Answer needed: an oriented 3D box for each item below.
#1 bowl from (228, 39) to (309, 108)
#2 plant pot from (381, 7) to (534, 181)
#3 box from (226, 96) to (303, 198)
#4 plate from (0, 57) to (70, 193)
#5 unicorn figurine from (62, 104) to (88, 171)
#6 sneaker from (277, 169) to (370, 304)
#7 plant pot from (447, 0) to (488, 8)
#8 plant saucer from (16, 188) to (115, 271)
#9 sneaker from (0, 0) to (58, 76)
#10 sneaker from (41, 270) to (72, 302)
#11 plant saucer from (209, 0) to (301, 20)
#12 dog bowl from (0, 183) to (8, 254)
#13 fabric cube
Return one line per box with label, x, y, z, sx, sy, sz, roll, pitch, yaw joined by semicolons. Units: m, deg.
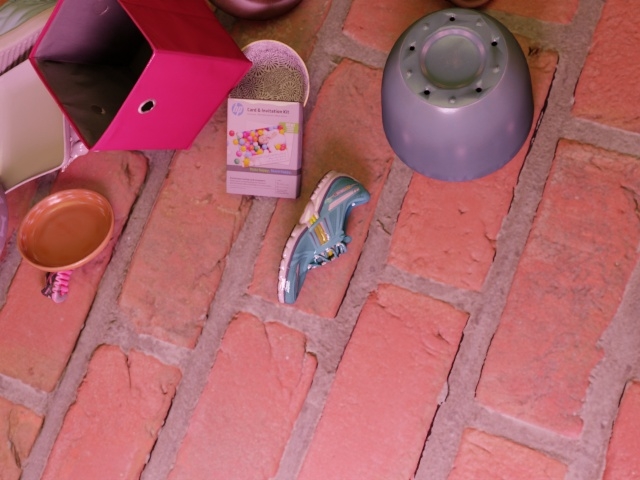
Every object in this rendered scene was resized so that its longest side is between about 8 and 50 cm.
bowl;-0.093;-0.310;1.563;0.170;0.080;0.170;3;102;15
plant pot;0.241;-0.279;1.420;0.293;0.235;0.293;-3;77;12
box;-0.109;-0.180;1.533;0.145;0.038;0.186;6;102;12
plate;-0.597;-0.244;1.635;0.278;0.045;0.277;-16;71;36
unicorn figurine;-0.506;-0.215;1.653;0.111;0.060;0.162;-21;59;17
sneaker;0.000;0.000;1.477;0.110;0.107;0.275;27;84;6
plant pot;0.242;-0.609;1.510;0.263;0.263;0.229;-49;54;-3
plant saucer;-0.508;-0.017;1.586;0.199;0.037;0.200;-4;55;6
sneaker;-0.607;-0.480;1.692;0.365;0.135;0.150;-20;76;5
sneaker;-0.535;0.064;1.600;0.057;0.047;0.119;10;78;25
plant saucer;-0.121;-0.594;1.553;0.311;0.310;0.050;-56;32;-5
dog bowl;-0.798;-0.039;1.618;0.348;0.102;0.349;-2;84;18
fabric cube;-0.341;-0.340;1.495;0.254;0.258;0.259;-46;70;29
